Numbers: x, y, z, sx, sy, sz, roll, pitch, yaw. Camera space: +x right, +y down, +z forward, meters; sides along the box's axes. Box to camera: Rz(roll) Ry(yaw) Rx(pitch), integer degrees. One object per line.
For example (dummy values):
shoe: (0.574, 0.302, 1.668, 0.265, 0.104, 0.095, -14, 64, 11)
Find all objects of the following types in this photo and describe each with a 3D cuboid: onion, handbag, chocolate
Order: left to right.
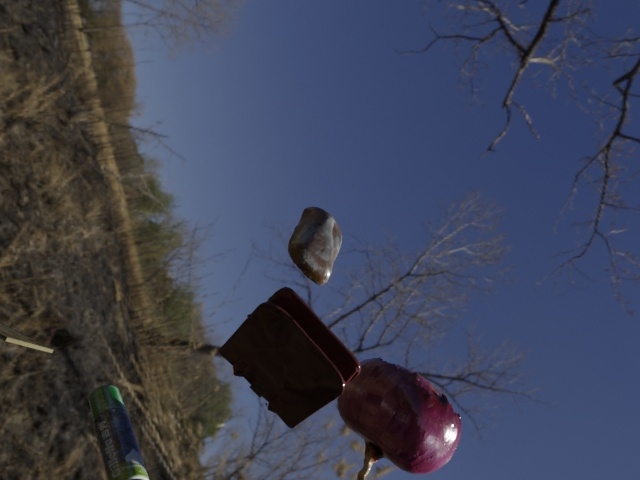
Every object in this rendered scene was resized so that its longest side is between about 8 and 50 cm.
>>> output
handbag: (-0.072, 0.263, 1.311, 0.260, 0.084, 0.275, 47, -49, 3)
chocolate: (0.002, 0.000, 1.773, 0.080, 0.254, 0.157, -33, -69, 32)
onion: (0.198, 0.494, 1.655, 0.358, 0.345, 0.358, 29, -42, 30)

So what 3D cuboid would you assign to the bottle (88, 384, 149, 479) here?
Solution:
bottle: (-0.539, 0.526, 1.591, 0.330, 0.093, 0.093, 48, -35, 46)

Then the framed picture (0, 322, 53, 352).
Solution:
framed picture: (-0.641, 0.168, 1.180, 0.200, 0.010, 0.136, 20, -13, 19)
